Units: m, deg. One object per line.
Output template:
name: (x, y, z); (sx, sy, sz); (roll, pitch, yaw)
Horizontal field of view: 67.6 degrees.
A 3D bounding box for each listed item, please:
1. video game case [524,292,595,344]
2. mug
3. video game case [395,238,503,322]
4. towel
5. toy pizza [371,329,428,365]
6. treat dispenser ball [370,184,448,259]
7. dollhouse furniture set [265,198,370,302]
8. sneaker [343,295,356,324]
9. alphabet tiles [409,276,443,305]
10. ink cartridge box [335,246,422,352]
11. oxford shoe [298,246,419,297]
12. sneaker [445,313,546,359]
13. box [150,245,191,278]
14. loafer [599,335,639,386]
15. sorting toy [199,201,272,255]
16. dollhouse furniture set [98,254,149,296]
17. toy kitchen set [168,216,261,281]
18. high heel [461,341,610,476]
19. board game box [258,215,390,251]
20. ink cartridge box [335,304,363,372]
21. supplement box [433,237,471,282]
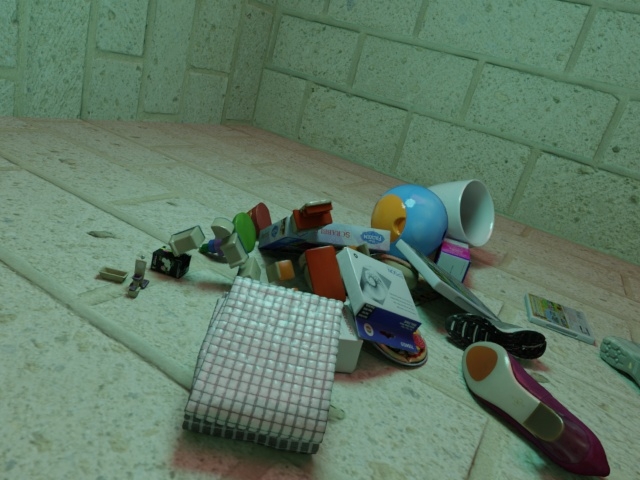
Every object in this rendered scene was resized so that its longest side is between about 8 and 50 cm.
video game case: (0.823, 0.266, 1.663); (0.206, 0.026, 0.227); (20, 21, 13)
mug: (0.550, -0.079, 2.057); (0.328, 0.276, 0.374); (-2, -34, 48)
video game case: (0.400, 0.139, 1.494); (0.300, 0.036, 0.329); (34, 11, -20)
towel: (-0.095, 0.217, 0.858); (0.235, 0.121, 0.283); (13, 45, -3)
toy pizza: (0.189, 0.225, 1.194); (0.201, 0.032, 0.201); (25, 29, -15)
treat dispenser ball: (0.333, -0.067, 1.803); (0.288, 0.288, 0.288); (14, 20, -5)
dollhouse furniture set: (0.000, 0.039, 1.220); (0.262, 0.259, 0.135); (-11, -7, -22)
sneaker: (0.091, 0.194, 1.240); (0.075, 0.063, 0.170); (10, 15, 2)
alphabet tiles: (0.291, 0.151, 1.596); (0.198, 0.009, 0.237); (30, 24, 37)
ink cartridge box: (0.148, 0.141, 1.135); (0.223, 0.045, 0.224); (23, 39, -40)
oxford shoe: (0.128, 0.127, 1.411); (0.397, 0.140, 0.146); (7, 46, -23)
sneaker: (0.472, 0.264, 1.323); (0.272, 0.100, 0.108); (14, -1, -3)
box: (-0.395, 0.057, 1.263); (0.083, 0.052, 0.062); (19, 19, 5)
loafer: (0.935, 0.368, 1.341); (0.112, 0.112, 0.319); (3, 21, -11)
sorting toy: (-0.281, -0.026, 1.554); (0.126, 0.127, 0.365); (-9, 15, 20)
dollhouse furniture set: (-0.468, 0.069, 1.128); (0.114, 0.081, 0.091); (14, 19, -4)
toy kitchen set: (-0.277, 0.048, 1.275); (0.166, 0.207, 0.122); (-20, 20, 6)
high heel: (0.452, 0.364, 1.059); (0.181, 0.127, 0.377); (40, 8, -18)
board game box: (0.000, 0.000, 1.481); (0.318, 0.065, 0.319); (8, -9, -20)
ink cartridge box: (-0.032, 0.205, 1.074); (0.220, 0.092, 0.160); (10, 21, -15)
supplement box: (0.491, 0.076, 1.796); (0.114, 0.111, 0.220); (19, 19, 11)
